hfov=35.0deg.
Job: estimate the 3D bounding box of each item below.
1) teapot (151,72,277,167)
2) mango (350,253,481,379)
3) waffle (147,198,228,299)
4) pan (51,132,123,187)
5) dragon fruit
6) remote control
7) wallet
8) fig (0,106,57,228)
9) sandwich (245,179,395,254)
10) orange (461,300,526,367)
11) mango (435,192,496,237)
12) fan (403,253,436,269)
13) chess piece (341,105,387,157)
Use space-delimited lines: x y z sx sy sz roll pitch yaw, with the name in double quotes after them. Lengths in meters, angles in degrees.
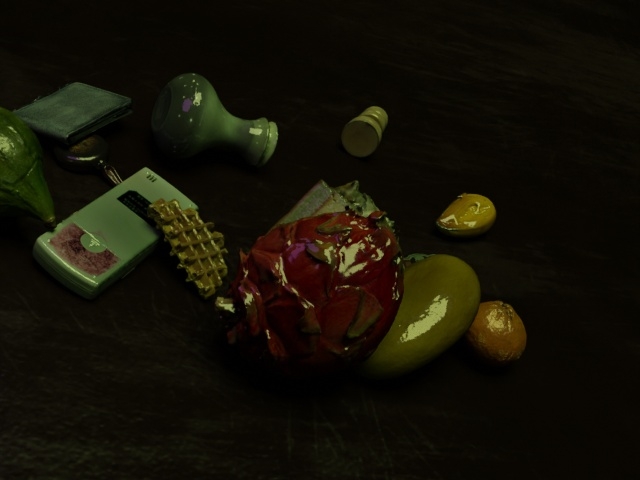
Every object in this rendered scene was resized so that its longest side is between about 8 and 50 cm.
-0.222 -0.238 2.136 0.250 0.183 0.183 18 35 -30 "teapot"
0.188 0.139 1.882 0.195 0.142 0.332 -6 29 31 "mango"
-0.247 0.008 1.859 0.192 0.046 0.161 38 40 -18 "waffle"
-0.439 -0.151 1.999 0.212 0.040 0.115 38 43 18 "pan"
-0.009 0.091 1.723 0.342 0.277 0.277 -18 45 0 "dragon fruit"
-0.368 -0.019 1.855 0.145 0.050 0.344 38 38 7 "remote control"
-0.505 -0.262 2.073 0.167 0.036 0.222 20 35 21 "wallet"
-0.538 -0.113 1.765 0.235 0.203 0.203 28 36 1 "fig"
0.000 0.000 1.923 0.227 0.198 0.155 -15 51 -41 "sandwich"
0.334 0.179 1.960 0.135 0.118 0.136 10 40 -8 "orange"
0.328 -0.050 2.288 0.187 0.066 0.101 -24 65 -40 "mango"
0.252 0.101 2.100 0.132 0.009 0.220 -7 45 -32 "fan"
0.118 -0.270 2.424 0.094 0.094 0.170 29 32 6 "chess piece"
